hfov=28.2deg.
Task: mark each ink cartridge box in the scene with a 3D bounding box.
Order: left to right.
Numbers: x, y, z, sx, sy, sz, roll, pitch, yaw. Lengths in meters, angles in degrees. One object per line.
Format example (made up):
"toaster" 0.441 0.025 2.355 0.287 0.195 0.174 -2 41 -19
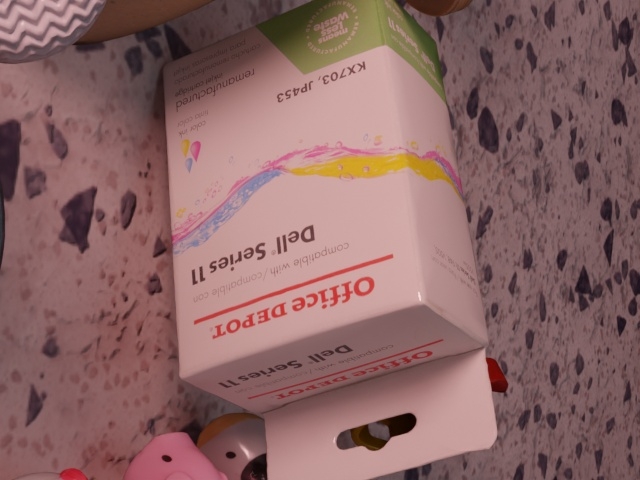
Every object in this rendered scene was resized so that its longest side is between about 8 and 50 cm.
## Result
"ink cartridge box" 0.000 0.000 0.972 0.119 0.207 0.353 36 40 -53

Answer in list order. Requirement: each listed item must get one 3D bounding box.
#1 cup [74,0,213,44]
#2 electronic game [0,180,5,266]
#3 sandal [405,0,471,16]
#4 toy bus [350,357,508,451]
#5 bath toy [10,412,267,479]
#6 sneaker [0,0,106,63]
"cup" -0.097 -0.309 0.883 0.331 0.237 0.331 -2 93 -57
"electronic game" -0.282 -0.010 0.780 0.229 0.048 0.229 -3 94 -56
"sandal" 0.053 -0.271 1.012 0.079 0.240 0.088 -23 154 -39
"toy bus" 0.069 0.122 1.267 0.202 0.191 0.104 -18 149 -54
"bath toy" -0.107 0.213 0.982 0.348 0.129 0.151 7 86 -56
"sneaker" -0.223 -0.248 0.660 0.137 0.210 0.365 -31 94 -14
